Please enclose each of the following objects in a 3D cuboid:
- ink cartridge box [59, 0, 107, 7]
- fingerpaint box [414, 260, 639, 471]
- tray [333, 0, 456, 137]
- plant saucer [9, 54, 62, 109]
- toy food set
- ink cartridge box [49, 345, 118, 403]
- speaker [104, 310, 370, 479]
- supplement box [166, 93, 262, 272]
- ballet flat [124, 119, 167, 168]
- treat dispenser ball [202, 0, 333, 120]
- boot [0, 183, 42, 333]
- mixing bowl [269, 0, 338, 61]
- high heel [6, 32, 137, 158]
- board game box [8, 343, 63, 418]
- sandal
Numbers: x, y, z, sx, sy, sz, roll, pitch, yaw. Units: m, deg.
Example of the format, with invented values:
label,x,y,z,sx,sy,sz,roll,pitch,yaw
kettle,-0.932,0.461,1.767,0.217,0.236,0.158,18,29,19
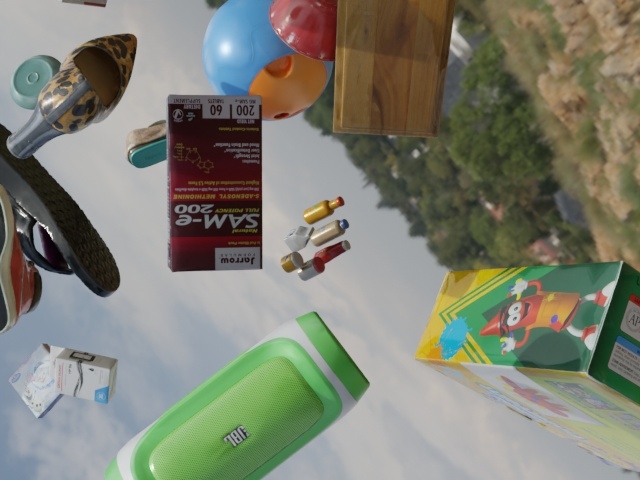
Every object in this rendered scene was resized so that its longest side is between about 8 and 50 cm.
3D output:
label,x,y,z,sx,sy,sz,roll,pitch,yaw
ink cartridge box,-0.441,-0.467,1.488,0.176,0.127,0.128,22,-163,16
fingerpaint box,0.426,0.198,1.323,0.444,0.163,0.371,30,163,-22
tray,0.129,-0.368,1.626,0.411,0.202,0.076,91,-177,-45
plant saucer,-0.561,-0.316,1.805,0.119,0.119,0.021,50,178,19
toy food set,0.000,0.000,2.078,0.111,0.104,0.232,54,-149,-16
ink cartridge box,-0.283,0.157,1.076,0.083,0.048,0.028,11,-159,5
speaker,-0.092,0.210,1.037,0.131,0.296,0.131,53,178,3
supplement box,-0.147,-0.079,1.267,0.073,0.130,0.240,-158,67,-77
ballet flat,-0.320,-0.265,2.202,0.108,0.315,0.106,85,168,-46
treat dispenser ball,-0.114,-0.405,2.006,0.288,0.288,0.288,47,-175,-6
boot,-0.514,0.015,1.499,0.176,0.088,0.244,-70,-21,-78
mixing bowl,0.004,-0.439,1.737,0.181,0.098,0.181,14,-130,-18
high heel,-0.275,-0.213,1.166,0.093,0.261,0.186,47,141,-18
board game box,-0.473,0.238,1.559,0.090,0.090,0.020,46,-174,17
sandal,-0.547,-0.048,1.778,0.446,0.107,0.167,49,-169,12
